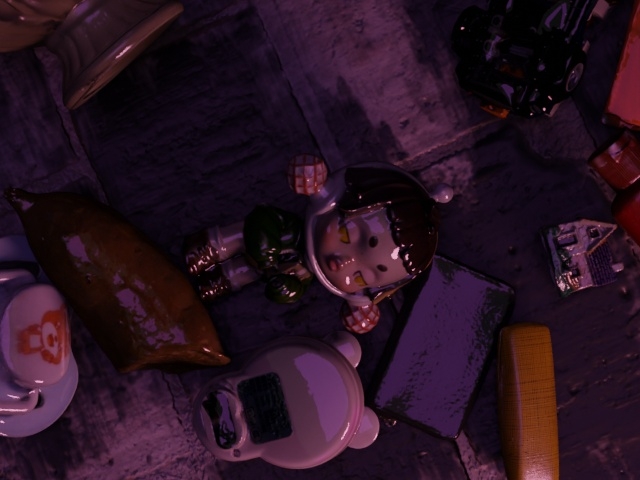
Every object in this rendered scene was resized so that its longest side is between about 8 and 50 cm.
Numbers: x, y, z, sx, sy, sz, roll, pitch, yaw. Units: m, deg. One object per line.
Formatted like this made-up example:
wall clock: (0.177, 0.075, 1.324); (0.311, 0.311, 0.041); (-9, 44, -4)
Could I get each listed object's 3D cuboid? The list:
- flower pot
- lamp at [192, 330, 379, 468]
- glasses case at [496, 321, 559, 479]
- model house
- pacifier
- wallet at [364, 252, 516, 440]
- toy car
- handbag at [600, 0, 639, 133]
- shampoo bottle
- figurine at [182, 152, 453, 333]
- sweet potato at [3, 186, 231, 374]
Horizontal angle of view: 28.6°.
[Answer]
flower pot: (-0.337, -0.337, 1.704); (0.307, 0.307, 0.244); (-40, 99, 2)
lamp: (-0.051, 0.225, 1.714); (0.246, 0.108, 0.180); (-14, 81, 6)
glasses case: (0.279, 0.228, 1.700); (0.079, 0.064, 0.234); (-3, 87, -12)
model house: (0.357, 0.018, 1.696); (0.100, 0.088, 0.101); (-14, 88, 6)
pacifier: (-0.454, 0.132, 1.747); (0.207, 0.227, 0.279); (-5, 84, 45)
wallet: (0.164, 0.151, 1.731); (0.149, 0.044, 0.250); (22, 88, 3)
toy car: (0.299, -0.309, 1.709); (0.193, 0.118, 0.301); (28, 94, 26)
handbag: (0.607, -0.235, 1.673); (0.410, 0.116, 0.304); (16, 88, 7)
shampoo bottle: (0.482, -0.012, 1.667); (0.118, 0.076, 0.314); (-43, 93, 4)
figurine: (0.000, 0.000, 1.702); (0.370, 0.167, 0.281); (-14, 119, 14)
sweet potato: (-0.276, 0.051, 1.703); (0.158, 0.158, 0.370); (-36, 97, 3)
